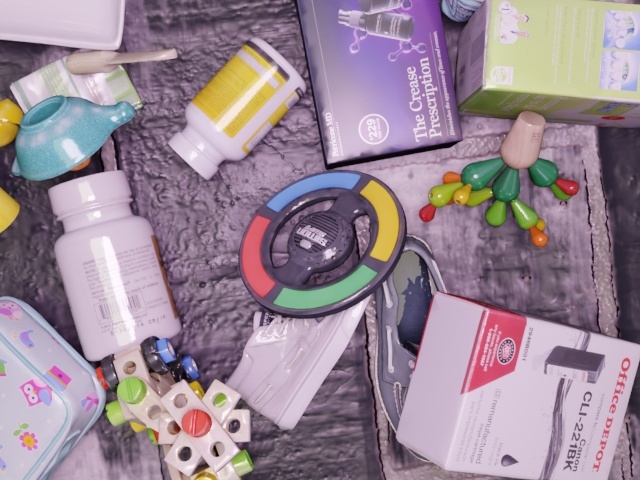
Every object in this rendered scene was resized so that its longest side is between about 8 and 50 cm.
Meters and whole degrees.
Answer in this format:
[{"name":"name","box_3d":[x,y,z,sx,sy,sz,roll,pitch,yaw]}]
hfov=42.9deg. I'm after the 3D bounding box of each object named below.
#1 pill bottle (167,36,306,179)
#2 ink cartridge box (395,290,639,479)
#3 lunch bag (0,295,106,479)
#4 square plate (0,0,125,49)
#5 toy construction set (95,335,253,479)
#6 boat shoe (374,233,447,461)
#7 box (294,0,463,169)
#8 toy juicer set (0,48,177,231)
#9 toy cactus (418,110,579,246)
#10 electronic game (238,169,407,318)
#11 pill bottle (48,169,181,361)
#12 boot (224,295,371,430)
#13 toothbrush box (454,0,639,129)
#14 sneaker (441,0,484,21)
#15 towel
[{"name":"pill bottle","box_3d":[-0.113,-0.171,1.081,0.103,0.103,0.184,44,90,-1]},{"name":"ink cartridge box","box_3d":[0.257,0.192,1.035,0.273,0.114,0.196,14,91,-29]},{"name":"lunch bag","box_3d":[-0.419,0.231,1.045,0.224,0.108,0.279,41,109,4]},{"name":"square plate","box_3d":[-0.401,-0.431,1.076,0.344,0.049,0.347,6,90,10]},{"name":"toy construction set","box_3d":[-0.170,0.234,1.001,0.151,0.327,0.215,-19,67,-13]},{"name":"boat shoe","box_3d":[0.130,0.149,1.092,0.116,0.099,0.319,-8,91,-1]},{"name":"box","box_3d":[0.072,-0.240,1.086,0.184,0.103,0.261,-11,91,2]},{"name":"toy juicer set","box_3d":[-0.341,-0.140,1.039,0.329,0.209,0.089,-43,130,-17]},{"name":"toy cactus","box_3d":[0.248,-0.080,1.064,0.219,0.112,0.180,3,133,-9]},{"name":"electronic game","box_3d":[0.000,0.000,1.056,0.229,0.048,0.229,-12,52,15]},{"name":"pill bottle","box_3d":[-0.274,0.031,1.067,0.131,0.131,0.229,-16,92,-1]},{"name":"boot","box_3d":[-0.031,0.123,1.078,0.123,0.095,0.258,31,102,1]},{"name":"toothbrush box","box_3d":[0.328,-0.220,1.036,0.283,0.206,0.122,3,90,-2]},{"name":"sneaker","box_3d":[0.181,-0.421,1.080,0.110,0.122,0.282,8,67,-23]},{"name":"towel","box_3d":[-0.335,-0.200,1.117,0.152,0.023,0.113,-28,92,-1]}]
